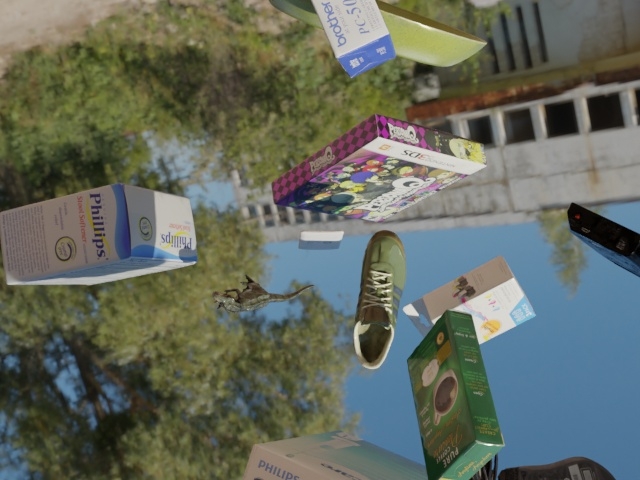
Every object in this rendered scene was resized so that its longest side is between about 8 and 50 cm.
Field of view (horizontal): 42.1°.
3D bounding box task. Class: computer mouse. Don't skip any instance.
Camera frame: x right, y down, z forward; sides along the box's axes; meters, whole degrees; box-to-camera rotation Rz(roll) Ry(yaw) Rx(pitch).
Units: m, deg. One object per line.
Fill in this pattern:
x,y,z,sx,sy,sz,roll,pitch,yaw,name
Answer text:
0.311,0.370,1.185,0.272,0.188,0.072,8,148,-25,computer mouse

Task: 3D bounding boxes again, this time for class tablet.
0.000,0.000,1.065,0.054,0.006,0.083,0,166,-4,tablet

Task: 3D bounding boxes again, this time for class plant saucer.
0.045,-0.220,0.823,0.241,0.037,0.241,17,-162,-6,plant saucer

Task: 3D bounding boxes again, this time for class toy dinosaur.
-0.143,0.114,1.730,0.118,0.064,0.268,8,-169,40,toy dinosaur

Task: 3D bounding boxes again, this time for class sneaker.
0.082,0.089,1.142,0.064,0.192,0.086,8,-162,1,sneaker

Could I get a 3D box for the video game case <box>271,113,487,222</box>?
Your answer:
0.081,-0.094,1.181,0.210,0.042,0.232,9,155,-38,video game case

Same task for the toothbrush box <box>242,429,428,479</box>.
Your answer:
0.045,0.359,1.124,0.216,0.126,0.295,18,178,24,toothbrush box

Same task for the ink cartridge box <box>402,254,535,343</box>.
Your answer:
0.236,0.114,1.330,0.181,0.104,0.061,-29,-143,12,ink cartridge box

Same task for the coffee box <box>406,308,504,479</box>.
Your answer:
0.154,0.187,0.981,0.040,0.113,0.184,13,-138,-19,coffee box

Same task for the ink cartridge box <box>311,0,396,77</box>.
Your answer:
-0.004,-0.236,0.646,0.046,0.207,0.097,-23,179,8,ink cartridge box

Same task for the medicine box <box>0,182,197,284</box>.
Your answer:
-0.439,-0.004,1.675,0.289,0.149,0.263,-12,173,18,medicine box

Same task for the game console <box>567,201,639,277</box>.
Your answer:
0.512,0.056,1.153,0.361,0.044,0.213,34,-173,40,game console
